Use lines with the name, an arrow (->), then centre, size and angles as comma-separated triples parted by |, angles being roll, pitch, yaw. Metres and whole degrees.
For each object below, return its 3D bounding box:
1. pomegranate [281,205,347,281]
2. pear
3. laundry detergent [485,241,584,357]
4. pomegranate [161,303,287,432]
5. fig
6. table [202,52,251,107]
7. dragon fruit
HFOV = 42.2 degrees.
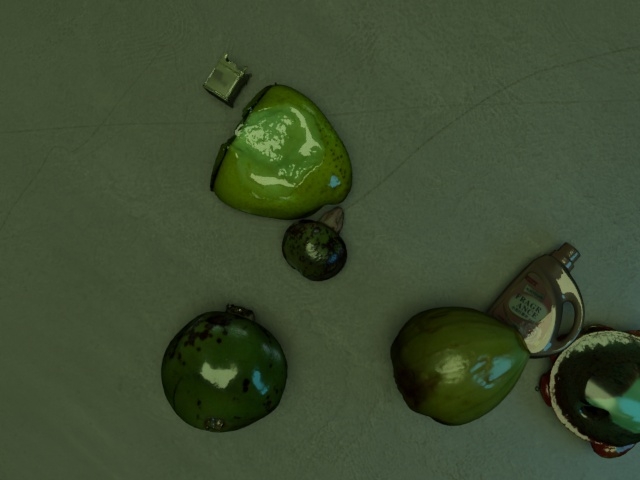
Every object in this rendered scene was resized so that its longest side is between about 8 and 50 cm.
pomegranate -> -0.005, 0.009, 1.707 | 0.138, 0.163, 0.125 | 32, 132, 3
pear -> -0.063, -0.151, 1.678 | 0.292, 0.159, 0.292 | 0, 92, -1
laundry detergent -> 0.466, 0.130, 1.686 | 0.237, 0.076, 0.171 | -46, 67, 0
pomegranate -> -0.189, 0.246, 1.651 | 0.254, 0.254, 0.270 | 9, 65, 2
fig -> 0.275, 0.239, 1.627 | 0.271, 0.239, 0.239 | -15, 90, 9
table -> -0.190, -0.330, 1.716 | 0.062, 0.079, 0.083 | 32, 90, 2
dragon fruit -> 0.595, 0.301, 1.681 | 0.295, 0.130, 0.268 | 27, 86, 2
